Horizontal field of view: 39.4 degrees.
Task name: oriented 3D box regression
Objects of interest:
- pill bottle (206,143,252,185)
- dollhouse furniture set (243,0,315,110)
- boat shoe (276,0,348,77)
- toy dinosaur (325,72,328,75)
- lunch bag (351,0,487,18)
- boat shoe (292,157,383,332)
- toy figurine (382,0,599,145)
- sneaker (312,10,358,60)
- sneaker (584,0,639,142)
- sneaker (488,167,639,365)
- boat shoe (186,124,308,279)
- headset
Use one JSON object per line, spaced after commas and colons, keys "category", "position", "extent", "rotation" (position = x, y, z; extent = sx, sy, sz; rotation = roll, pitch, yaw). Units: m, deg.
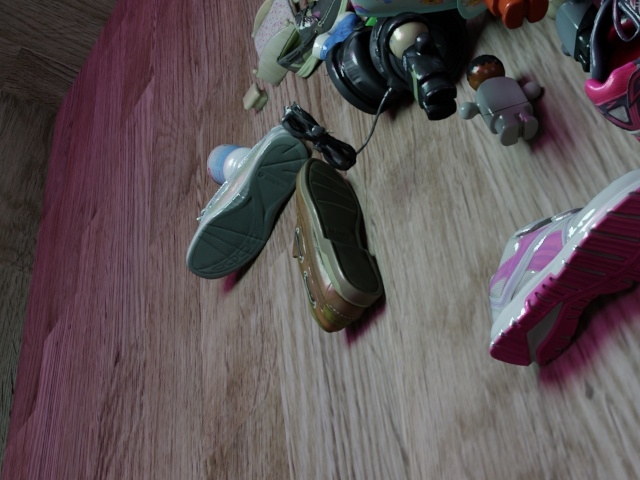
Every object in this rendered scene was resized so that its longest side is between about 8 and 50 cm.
{"category": "pill bottle", "position": [-0.160, -0.142, 1.757], "extent": [0.160, 0.087, 0.087], "rotation": [21, 89, 63]}
{"category": "dollhouse furniture set", "position": [-0.131, -0.510, 1.872], "extent": [0.355, 0.174, 0.303], "rotation": [-53, 31, 28]}
{"category": "boat shoe", "position": [-0.017, -0.396, 1.662], "extent": [0.223, 0.074, 0.080], "rotation": [124, 148, -45]}
{"category": "toy dinosaur", "position": [0.035, -0.292, 1.587], "extent": [0.090, 0.047, 0.082], "rotation": [92, 173, -63]}
{"category": "lunch bag", "position": [0.156, -0.389, 1.112], "extent": [0.223, 0.263, 0.160], "rotation": [57, -144, -73]}
{"category": "boat shoe", "position": [0.000, 0.000, 1.341], "extent": [0.104, 0.111, 0.307], "rotation": [-50, 33, 30]}
{"category": "toy figurine", "position": [0.204, -0.233, 1.031], "extent": [0.213, 0.210, 0.148], "rotation": [-49, 44, 33]}
{"category": "sneaker", "position": [0.054, -0.348, 1.561], "extent": [0.152, 0.085, 0.058], "rotation": [-51, -22, -49]}
{"category": "sneaker", "position": [0.339, -0.248, 0.907], "extent": [0.121, 0.112, 0.299], "rotation": [-24, 50, 54]}
{"category": "sneaker", "position": [0.246, 0.011, 0.900], "extent": [0.252, 0.103, 0.111], "rotation": [-50, 34, 31]}
{"category": "boat shoe", "position": [-0.140, -0.068, 1.648], "extent": [0.320, 0.118, 0.103], "rotation": [-57, 23, 14]}
{"category": "headset", "position": [0.085, -0.280, 1.307], "extent": [0.243, 0.185, 0.394], "rotation": [-13, 48, 58]}
